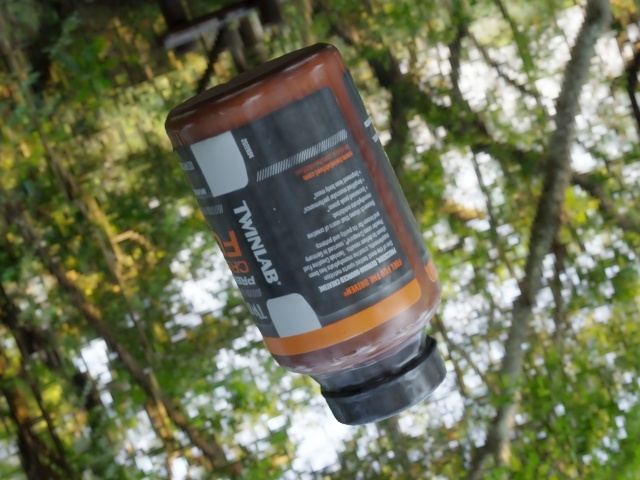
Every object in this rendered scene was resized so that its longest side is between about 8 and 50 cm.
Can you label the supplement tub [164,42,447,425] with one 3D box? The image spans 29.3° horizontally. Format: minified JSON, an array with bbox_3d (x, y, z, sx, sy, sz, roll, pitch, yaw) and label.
[{"bbox_3d":[0.000,0.000,0.670,0.106,0.197,0.106,-24,-169,5],"label":"supplement tub"}]
